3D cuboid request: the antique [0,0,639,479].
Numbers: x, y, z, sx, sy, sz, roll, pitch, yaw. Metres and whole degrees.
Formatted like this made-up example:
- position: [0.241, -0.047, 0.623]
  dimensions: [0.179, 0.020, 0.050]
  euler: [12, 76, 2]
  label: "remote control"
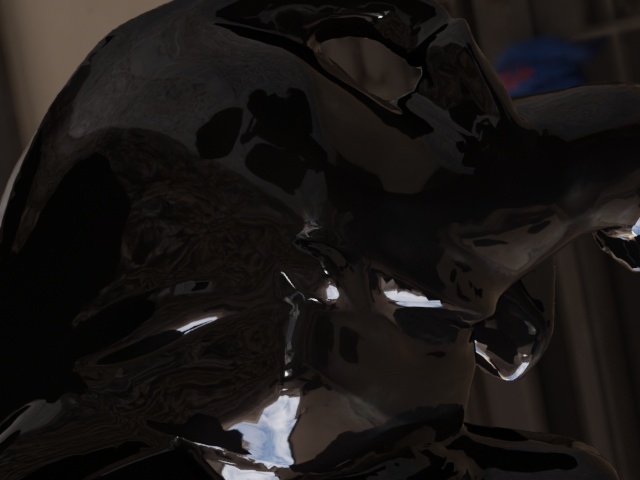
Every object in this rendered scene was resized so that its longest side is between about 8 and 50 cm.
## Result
- position: [-0.023, 0.058, 0.719]
  dimensions: [0.255, 0.322, 0.185]
  euler: [11, -171, -29]
  label: "antique"
